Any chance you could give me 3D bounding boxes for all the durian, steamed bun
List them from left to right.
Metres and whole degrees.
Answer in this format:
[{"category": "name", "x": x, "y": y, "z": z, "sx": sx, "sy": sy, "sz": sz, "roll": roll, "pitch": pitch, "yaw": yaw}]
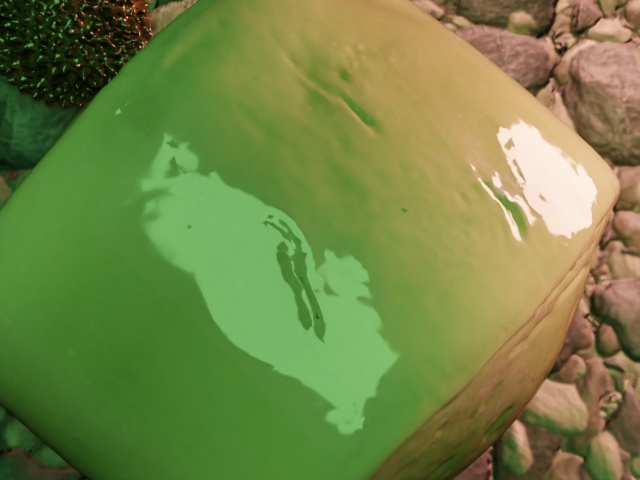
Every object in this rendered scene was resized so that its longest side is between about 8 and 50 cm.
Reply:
[{"category": "durian", "x": -0.202, "y": -0.191, "z": 1.359, "sx": 0.188, "sy": 0.091, "sz": 0.148, "roll": 27, "pitch": 72, "yaw": 4}, {"category": "steamed bun", "x": 0.000, "y": 0.000, "z": 1.163, "sx": 0.371, "sy": 0.290, "sz": 0.456, "roll": 37, "pitch": 52, "yaw": 10}]
